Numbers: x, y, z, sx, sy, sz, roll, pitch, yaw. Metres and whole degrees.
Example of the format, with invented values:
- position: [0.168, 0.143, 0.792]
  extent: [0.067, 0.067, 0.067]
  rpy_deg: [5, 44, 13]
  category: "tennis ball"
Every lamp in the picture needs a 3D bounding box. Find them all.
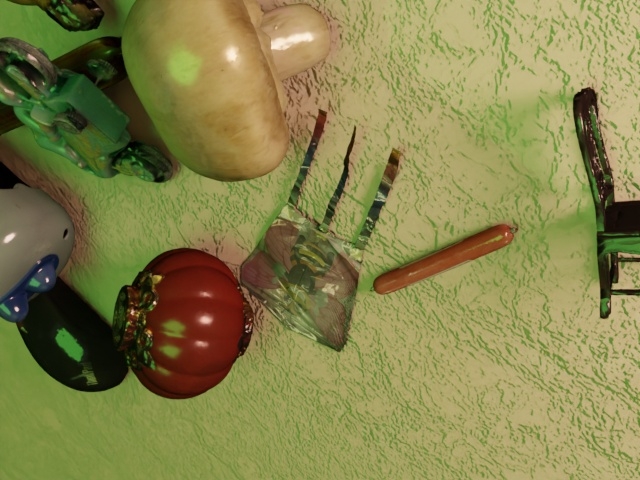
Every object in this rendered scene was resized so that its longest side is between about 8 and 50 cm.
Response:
- position: [-0.200, 0.124, 0.926]
  extent: [0.226, 0.227, 0.227]
  rpy_deg: [12, 116, 25]
  category: "lamp"

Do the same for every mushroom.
- position: [-0.098, -0.202, 0.724]
  extent: [0.234, 0.260, 0.254]
  rpy_deg: [-22, 99, -4]
  category: "mushroom"

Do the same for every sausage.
- position: [0.151, 0.028, 0.785]
  extent: [0.223, 0.029, 0.029]
  rpy_deg: [-27, 96, 35]
  category: "sausage"
- position: [-0.406, -0.248, 0.957]
  extent: [0.371, 0.082, 0.082]
  rpy_deg: [-10, 105, 31]
  category: "sausage"

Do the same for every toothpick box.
- position: [-0.598, -0.016, 1.055]
  extent: [0.354, 0.263, 0.263]
  rpy_deg: [36, 124, 9]
  category: "toothpick box"

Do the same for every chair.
- position: [0.325, -0.041, 0.610]
  extent: [0.113, 0.106, 0.229]
  rpy_deg: [-2, 110, 31]
  category: "chair"

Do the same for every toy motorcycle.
- position: [-0.360, -0.180, 0.897]
  extent: [0.198, 0.109, 0.296]
  rpy_deg: [2, 150, 36]
  category: "toy motorcycle"

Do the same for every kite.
- position: [0.002, -0.002, 0.863]
  extent: [0.204, 0.022, 0.361]
  rpy_deg: [34, 127, 13]
  category: "kite"

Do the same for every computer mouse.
- position: [-0.497, 0.194, 1.181]
  extent: [0.269, 0.100, 0.170]
  rpy_deg: [42, 122, 8]
  category: "computer mouse"

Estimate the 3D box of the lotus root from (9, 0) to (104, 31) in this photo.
- position: [-0.413, -0.419, 0.835]
  extent: [0.182, 0.183, 0.310]
  rpy_deg: [-23, 104, 35]
  category: "lotus root"

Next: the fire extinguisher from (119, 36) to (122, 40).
- position: [-0.191, -0.322, 0.804]
  extent: [0.106, 0.075, 0.252]
  rpy_deg: [34, 125, 19]
  category: "fire extinguisher"
